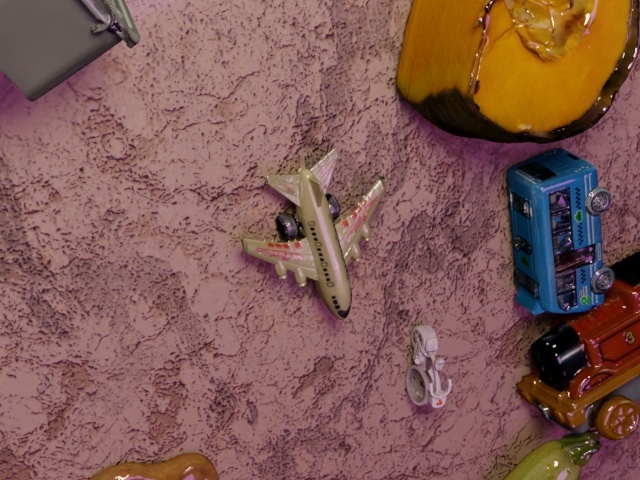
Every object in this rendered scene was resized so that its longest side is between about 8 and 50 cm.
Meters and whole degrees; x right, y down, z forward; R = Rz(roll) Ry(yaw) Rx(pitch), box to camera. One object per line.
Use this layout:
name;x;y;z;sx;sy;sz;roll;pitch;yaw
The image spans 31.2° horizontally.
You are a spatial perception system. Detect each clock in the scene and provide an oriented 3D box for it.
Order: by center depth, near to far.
clock;0.165;0.196;1.775;0.041;0.087;0.129;-8;108;-26

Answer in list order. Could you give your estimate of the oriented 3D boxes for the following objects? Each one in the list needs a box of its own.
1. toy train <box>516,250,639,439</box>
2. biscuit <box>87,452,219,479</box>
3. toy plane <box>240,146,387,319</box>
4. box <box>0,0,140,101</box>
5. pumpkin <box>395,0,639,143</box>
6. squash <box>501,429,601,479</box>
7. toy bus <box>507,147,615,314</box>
toy train;0.502;0.169;1.904;0.369;0.163;0.232;-27;110;-16
biscuit;-0.270;0.492;1.680;0.385;0.062;0.365;-29;122;-15
toy plane;0.000;0.000;1.586;0.229;0.092;0.244;-24;122;-20
box;-0.303;-0.263;1.220;0.135;0.243;0.163;-37;126;6
pumpkin;0.265;-0.263;1.530;0.303;0.225;0.256;-24;119;-17
squash;0.365;0.414;1.952;0.137;0.137;0.287;24;100;-35
toy bus;0.365;-0.007;1.771;0.134;0.113;0.246;-18;118;-16
